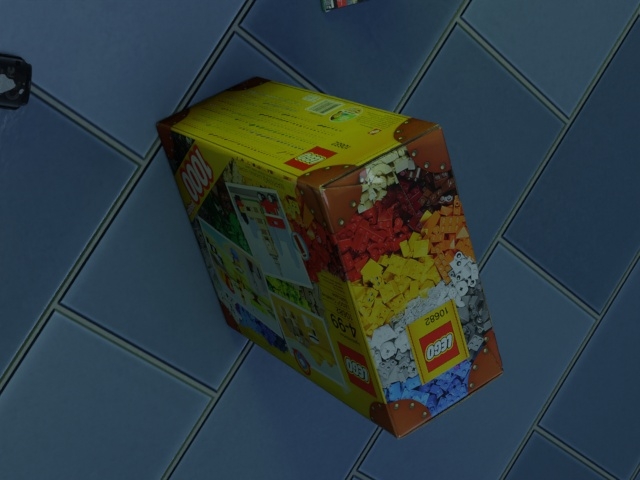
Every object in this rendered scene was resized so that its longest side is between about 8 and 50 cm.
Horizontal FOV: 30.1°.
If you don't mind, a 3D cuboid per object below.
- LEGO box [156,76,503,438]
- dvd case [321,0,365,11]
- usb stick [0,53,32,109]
[{"bbox_3d":[0.000,0.000,1.687,0.193,0.500,0.373,-28,116,-22],"label":"LEGO box"},{"bbox_3d":[0.050,-0.418,1.884,0.119,0.013,0.087,-19,113,-24],"label":"dvd case"},{"bbox_3d":[-0.524,-0.226,1.582,0.278,0.045,0.077,5,95,-31],"label":"usb stick"}]
